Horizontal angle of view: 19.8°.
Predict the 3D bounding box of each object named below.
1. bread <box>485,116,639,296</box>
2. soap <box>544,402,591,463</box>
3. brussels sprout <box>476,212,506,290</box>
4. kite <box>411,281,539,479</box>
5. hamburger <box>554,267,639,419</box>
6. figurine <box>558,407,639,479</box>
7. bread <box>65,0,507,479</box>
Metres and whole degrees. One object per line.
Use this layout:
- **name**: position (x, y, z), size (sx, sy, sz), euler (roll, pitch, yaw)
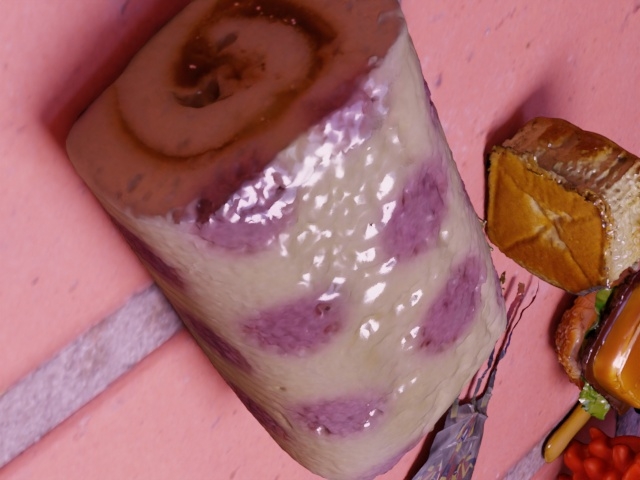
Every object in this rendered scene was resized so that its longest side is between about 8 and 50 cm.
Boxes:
- **bread**: position (0.192, -0.023, 1.399), size (0.069, 0.128, 0.140), euler (-41, 144, -27)
- **soap**: position (0.240, 0.180, 1.764), size (0.089, 0.012, 0.034), euler (-42, 145, -33)
- **brussels sprout**: position (0.097, 0.016, 1.356), size (0.085, 0.058, 0.085), euler (6, 81, -39)
- **kite**: position (0.124, 0.145, 1.545), size (0.141, 0.015, 0.245), euler (-3, 116, -61)
- **hamburger**: position (0.264, 0.089, 1.653), size (0.137, 0.087, 0.166), euler (-59, 150, -7)
- **figurine**: position (0.399, 0.227, 1.764), size (0.412, 0.306, 0.241), euler (-53, 140, -22)
- **bread**: position (0.000, 0.000, 1.075), size (0.187, 0.155, 0.338), euler (-50, 149, -15)
